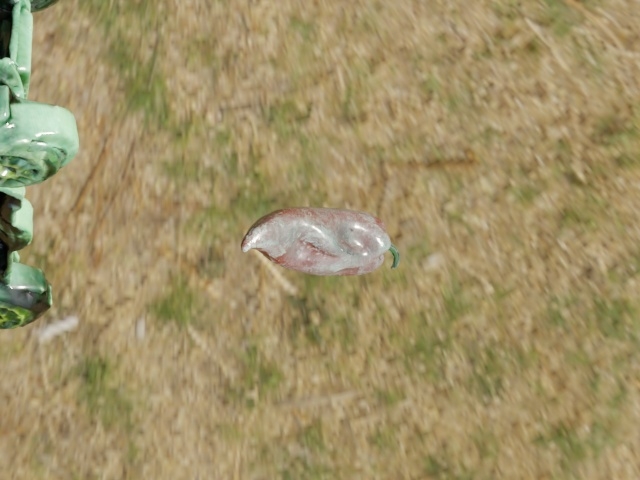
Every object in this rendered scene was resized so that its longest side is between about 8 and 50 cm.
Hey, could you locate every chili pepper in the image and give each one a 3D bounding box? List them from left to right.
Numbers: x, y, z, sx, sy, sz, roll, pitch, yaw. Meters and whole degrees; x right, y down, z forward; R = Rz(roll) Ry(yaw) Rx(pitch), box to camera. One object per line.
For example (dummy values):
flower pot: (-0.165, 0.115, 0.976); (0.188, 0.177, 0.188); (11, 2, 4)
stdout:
chili pepper: (0.000, 0.000, 1.378); (0.153, 0.041, 0.050); (4, 80, -35)

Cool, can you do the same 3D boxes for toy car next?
toy car: (-0.102, -0.029, 0.556); (0.054, 0.143, 0.073); (3, 65, -10)
